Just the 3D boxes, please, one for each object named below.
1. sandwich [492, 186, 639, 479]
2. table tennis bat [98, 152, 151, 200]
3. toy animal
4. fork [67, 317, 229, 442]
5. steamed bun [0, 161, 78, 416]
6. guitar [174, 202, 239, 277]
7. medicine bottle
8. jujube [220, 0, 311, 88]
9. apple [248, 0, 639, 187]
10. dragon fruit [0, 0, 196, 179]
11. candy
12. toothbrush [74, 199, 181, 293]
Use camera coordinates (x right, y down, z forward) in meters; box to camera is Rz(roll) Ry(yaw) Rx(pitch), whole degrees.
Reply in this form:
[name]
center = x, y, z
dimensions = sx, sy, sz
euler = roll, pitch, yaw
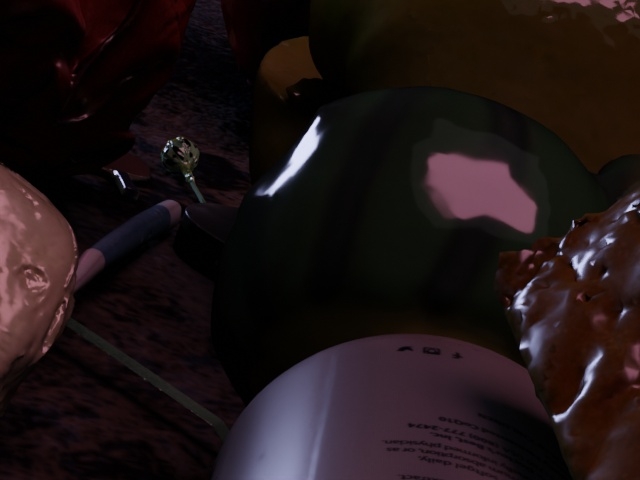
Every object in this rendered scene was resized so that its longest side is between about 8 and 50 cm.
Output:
[sandwich]
center = 0.179, 0.160, 0.605
dimensions = 0.301, 0.099, 0.271
euler = 55, 15, -30
[table tennis bat]
center = -0.128, -0.045, 1.197
dimensions = 0.050, 0.007, 0.083
euler = 14, 18, -24
[toy animal]
center = 0.118, 0.052, 0.829
dimensions = 0.338, 0.216, 0.191
euler = 26, 52, -6
[fork]
center = -0.063, 0.082, 0.906
dimensions = 0.235, 0.021, 0.039
euler = 29, 16, 24
[steamed bun]
center = -0.169, 0.025, 0.811
dimensions = 0.112, 0.091, 0.130
euler = 33, 47, -14
[guitar]
center = 0.000, 0.000, 1.189
dimensions = 0.088, 0.025, 0.233
euler = 31, 21, 25
[medicine bottle]
center = 0.023, 0.149, 0.602
dimensions = 0.157, 0.157, 0.289
euler = 21, 19, -2
[jujube]
center = 0.054, -0.189, 1.465
dimensions = 0.258, 0.258, 0.377
euler = 21, 24, -5
[apple]
center = 0.101, -0.055, 1.038
dimensions = 0.254, 0.292, 0.292
euler = 6, 24, -27
[dragon fruit]
center = -0.160, -0.155, 1.075
dimensions = 0.233, 0.293, 0.234
euler = 33, -23, 16
[candy]
center = -0.081, -0.039, 1.220
dimensions = 0.025, 0.023, 0.083
euler = 27, 19, -39
[toothbrush]
center = -0.118, 0.007, 1.015
dimensions = 0.025, 0.019, 0.276
euler = 17, 13, 6
